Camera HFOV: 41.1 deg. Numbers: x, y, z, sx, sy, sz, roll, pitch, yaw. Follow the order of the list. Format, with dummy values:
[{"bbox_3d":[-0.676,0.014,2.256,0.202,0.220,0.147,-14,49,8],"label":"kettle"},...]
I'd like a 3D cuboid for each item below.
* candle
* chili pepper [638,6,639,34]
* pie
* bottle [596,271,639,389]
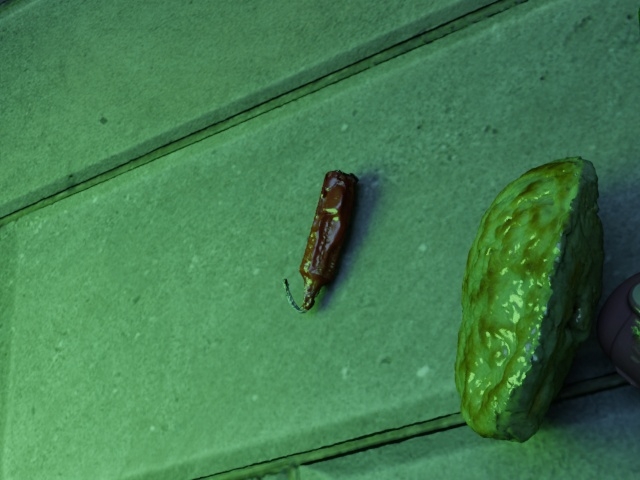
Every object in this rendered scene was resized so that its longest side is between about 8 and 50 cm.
[{"bbox_3d":[0.000,0.000,0.912,0.053,0.048,0.162,-12,59,60],"label":"candle"},{"bbox_3d":[0.357,-0.139,0.750,0.099,0.083,0.253,-24,60,8],"label":"chili pepper"},{"bbox_3d":[0.177,0.048,0.725,0.090,0.201,0.248,17,81,-6],"label":"pie"},{"bbox_3d":[0.314,0.119,0.623,0.120,0.120,0.253,-47,53,3],"label":"bottle"}]
